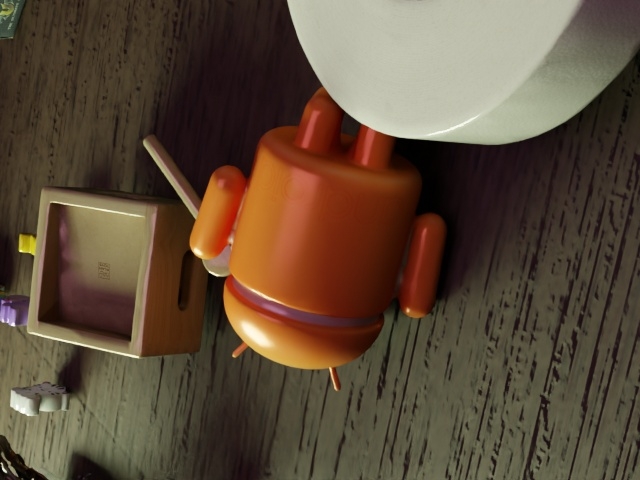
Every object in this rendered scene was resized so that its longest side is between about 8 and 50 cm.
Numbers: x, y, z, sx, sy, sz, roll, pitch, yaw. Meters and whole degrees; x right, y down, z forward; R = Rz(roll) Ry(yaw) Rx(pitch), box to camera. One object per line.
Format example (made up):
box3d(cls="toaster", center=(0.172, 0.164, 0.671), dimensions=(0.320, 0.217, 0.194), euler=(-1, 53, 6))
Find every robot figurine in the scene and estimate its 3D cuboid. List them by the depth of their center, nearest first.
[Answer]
box3d(cls="robot figurine", center=(-0.002, -0.001, 1.085), dimensions=(0.128, 0.158, 0.219), euler=(36, 117, 51))

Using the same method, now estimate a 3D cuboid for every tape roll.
box3d(cls="tape roll", center=(0.095, -0.254, 0.945), dimensions=(0.392, 0.072, 0.392), euler=(-3, 86, 59))

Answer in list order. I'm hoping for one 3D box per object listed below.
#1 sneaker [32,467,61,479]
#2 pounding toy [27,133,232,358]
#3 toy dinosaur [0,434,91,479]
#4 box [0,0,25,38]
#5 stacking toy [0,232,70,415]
box3d(cls="sneaker", center=(-0.288, 0.313, 1.405), dimensions=(0.094, 0.080, 0.212), euler=(45, 111, 35))
box3d(cls="pounding toy", center=(-0.130, 0.003, 1.228), dimensions=(0.206, 0.094, 0.181), euler=(9, 95, 31))
box3d(cls="toy dinosaur", center=(-0.194, 0.302, 1.277), dimensions=(0.218, 0.164, 0.322), euler=(-21, 123, 40))
box3d(cls="box", center=(-0.330, -0.332, 1.379), dimensions=(0.183, 0.059, 0.233), euler=(37, 117, 24))
box3d(cls="stacking toy", center=(-0.308, 0.056, 1.413), dimensions=(0.221, 0.052, 0.167), euler=(19, 107, 43))
